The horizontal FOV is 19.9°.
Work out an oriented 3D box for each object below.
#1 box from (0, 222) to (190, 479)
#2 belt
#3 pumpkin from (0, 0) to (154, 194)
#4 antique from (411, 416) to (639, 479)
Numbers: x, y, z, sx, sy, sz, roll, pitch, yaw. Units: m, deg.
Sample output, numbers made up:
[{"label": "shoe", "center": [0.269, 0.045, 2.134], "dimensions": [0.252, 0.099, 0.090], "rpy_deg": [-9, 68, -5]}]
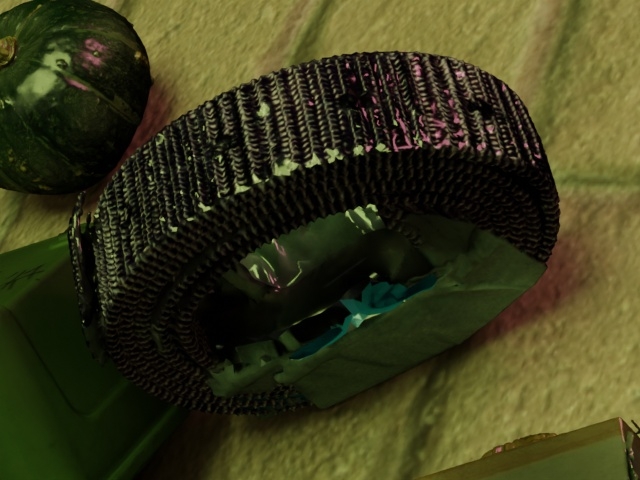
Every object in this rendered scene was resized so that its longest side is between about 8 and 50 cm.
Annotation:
[{"label": "box", "center": [-0.278, 0.123, 1.321], "dimensions": [0.329, 0.177, 0.253], "rpy_deg": [-19, 16, 26]}, {"label": "belt", "center": [0.000, 0.000, 1.214], "dimensions": [0.325, 0.260, 0.122], "rpy_deg": [-27, 50, 16]}, {"label": "pumpkin", "center": [-0.235, -0.125, 1.575], "dimensions": [0.190, 0.146, 0.190], "rpy_deg": [-41, 35, 37]}, {"label": "antique", "center": [0.143, 0.194, 1.033], "dimensions": [0.152, 0.146, 0.148], "rpy_deg": [-20, 44, 24]}]
